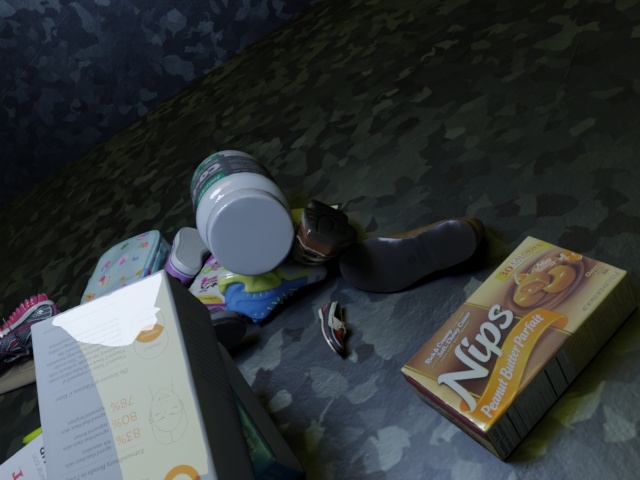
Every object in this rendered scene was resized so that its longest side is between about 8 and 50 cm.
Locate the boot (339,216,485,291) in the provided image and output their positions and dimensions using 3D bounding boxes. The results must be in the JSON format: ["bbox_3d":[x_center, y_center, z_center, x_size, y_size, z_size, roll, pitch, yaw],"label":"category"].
[{"bbox_3d":[0.180,0.024,1.215,0.305,0.112,0.115,-18,6,33],"label":"boot"}]

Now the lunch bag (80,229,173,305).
[{"bbox_3d":[-0.518,0.105,1.688,0.224,0.108,0.279,-19,37,18],"label":"lunch bag"}]

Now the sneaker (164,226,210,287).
[{"bbox_3d":[-0.369,0.070,1.613,0.161,0.102,0.282,-57,8,18],"label":"sneaker"}]

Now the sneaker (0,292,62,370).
[{"bbox_3d":[-0.833,0.283,1.683,0.299,0.112,0.121,-46,-6,7],"label":"sneaker"}]

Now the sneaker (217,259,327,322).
[{"bbox_3d":[-0.102,0.112,1.350,0.240,0.126,0.091,-3,9,0],"label":"sneaker"}]

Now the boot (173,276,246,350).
[{"bbox_3d":[-0.319,0.167,1.360,0.338,0.118,0.223,-25,51,19],"label":"boot"}]

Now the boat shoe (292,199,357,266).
[{"bbox_3d":[0.000,0.000,1.298,0.120,0.122,0.324,-63,1,10],"label":"boat shoe"}]

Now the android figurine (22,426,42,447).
[{"bbox_3d":[-0.536,0.406,1.362,0.273,0.056,0.248,-33,31,0],"label":"android figurine"}]

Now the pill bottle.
[{"bbox_3d":[-0.177,-0.068,1.365,0.204,0.204,0.361,-36,25,-1],"label":"pill bottle"}]

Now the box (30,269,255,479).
[{"bbox_3d":[-0.239,0.252,0.848,0.215,0.168,0.345,-23,61,2],"label":"box"}]

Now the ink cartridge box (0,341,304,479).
[{"bbox_3d":[-0.274,0.372,0.990,0.395,0.166,0.285,-38,62,-4],"label":"ink cartridge box"}]

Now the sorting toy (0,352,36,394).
[{"bbox_3d":[-0.881,0.344,1.776,0.307,0.041,0.229,-21,40,20],"label":"sorting toy"}]

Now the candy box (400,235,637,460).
[{"bbox_3d":[0.297,0.148,0.932,0.316,0.087,0.183,-44,34,-12],"label":"candy box"}]

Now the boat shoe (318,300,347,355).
[{"bbox_3d":[0.029,0.166,1.186,0.043,0.049,0.137,-28,29,7],"label":"boat shoe"}]

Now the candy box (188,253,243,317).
[{"bbox_3d":[-0.213,0.082,1.481,0.159,0.071,0.233,-5,44,37],"label":"candy box"}]

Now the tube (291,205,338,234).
[{"bbox_3d":[-0.070,-0.048,1.535,0.240,0.070,0.062,1,7,34],"label":"tube"}]
